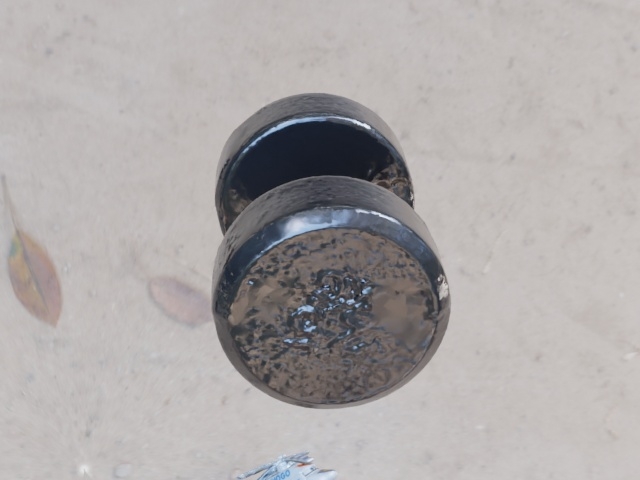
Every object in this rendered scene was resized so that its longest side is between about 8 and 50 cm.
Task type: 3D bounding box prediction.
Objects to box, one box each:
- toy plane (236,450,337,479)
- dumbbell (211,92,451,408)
[{"bbox_3d":[-0.093,0.410,1.710,0.273,0.182,0.107,-27,73,6],"label":"toy plane"},{"bbox_3d":[0.000,0.000,0.772,0.153,0.218,0.152,-2,117,-3],"label":"dumbbell"}]
